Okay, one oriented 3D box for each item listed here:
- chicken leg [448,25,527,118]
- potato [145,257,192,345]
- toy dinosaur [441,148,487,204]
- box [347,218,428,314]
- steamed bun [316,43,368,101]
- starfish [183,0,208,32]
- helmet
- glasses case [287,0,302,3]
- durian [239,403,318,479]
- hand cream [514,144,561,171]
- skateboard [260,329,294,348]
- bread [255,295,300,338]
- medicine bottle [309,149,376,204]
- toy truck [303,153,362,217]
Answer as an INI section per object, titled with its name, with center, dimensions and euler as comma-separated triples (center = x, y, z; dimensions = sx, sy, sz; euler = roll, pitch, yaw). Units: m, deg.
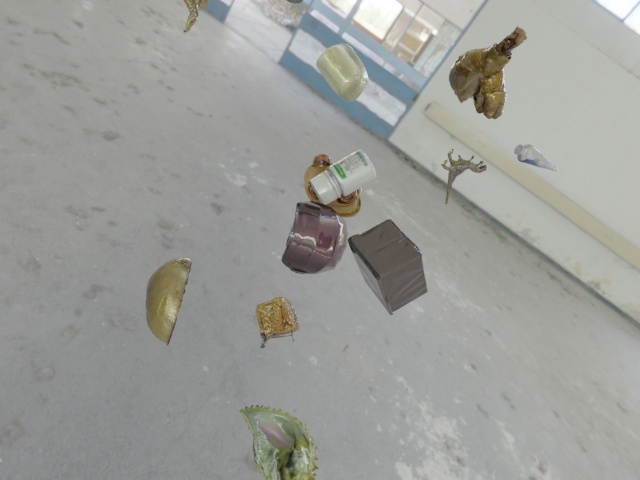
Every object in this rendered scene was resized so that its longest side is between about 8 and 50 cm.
[chicken leg]
center = 0.632, -0.606, 1.583
dimensions = 0.409, 0.181, 0.295
euler = 154, -79, -78
[potato]
center = -0.429, 0.142, 1.182
dimensions = 0.100, 0.120, 0.261
euler = 17, 60, -18
[toy dinosaur]
center = 0.625, -0.306, 1.984
dimensions = 0.199, 0.251, 0.072
euler = 41, 14, -21
[box]
center = 0.212, 0.082, 1.321
dimensions = 0.188, 0.153, 0.252
euler = 55, -6, 39
[steamed bun]
center = 0.104, -0.681, 1.752
dimensions = 0.200, 0.154, 0.250
euler = 55, 21, 4
[starfish]
center = -0.310, -0.626, 0.973
dimensions = 0.062, 0.278, 0.236
euler = 2, 1, 9
[helmet]
center = 0.000, 0.000, 1.543
dimensions = 0.197, 0.271, 0.338
euler = 13, -6, 13
[glasses case]
center = -0.033, -0.889, 1.303
dimensions = 0.074, 0.323, 0.131
euler = 29, -3, 34
[durian]
center = -0.105, 0.562, 1.114
dimensions = 0.166, 0.172, 0.306
euler = 51, 9, -33
[hand cream]
center = 0.616, -0.234, 1.235
dimensions = 0.142, 0.053, 0.084
euler = 22, 20, -22
[skateboard]
center = -0.111, 0.255, 1.098
dimensions = 0.083, 0.064, 0.032
euler = -5, 53, -16
[bread]
center = -0.189, 0.336, 1.854
dimensions = 0.143, 0.148, 0.158
euler = 48, 18, -73
[medicine bottle]
center = 0.086, -0.243, 1.681
dimensions = 0.139, 0.236, 0.139
euler = 61, 0, 0
[toy truck]
center = 0.063, -0.236, 1.918
dimensions = 0.287, 0.212, 0.205
euler = 9, 57, -5
